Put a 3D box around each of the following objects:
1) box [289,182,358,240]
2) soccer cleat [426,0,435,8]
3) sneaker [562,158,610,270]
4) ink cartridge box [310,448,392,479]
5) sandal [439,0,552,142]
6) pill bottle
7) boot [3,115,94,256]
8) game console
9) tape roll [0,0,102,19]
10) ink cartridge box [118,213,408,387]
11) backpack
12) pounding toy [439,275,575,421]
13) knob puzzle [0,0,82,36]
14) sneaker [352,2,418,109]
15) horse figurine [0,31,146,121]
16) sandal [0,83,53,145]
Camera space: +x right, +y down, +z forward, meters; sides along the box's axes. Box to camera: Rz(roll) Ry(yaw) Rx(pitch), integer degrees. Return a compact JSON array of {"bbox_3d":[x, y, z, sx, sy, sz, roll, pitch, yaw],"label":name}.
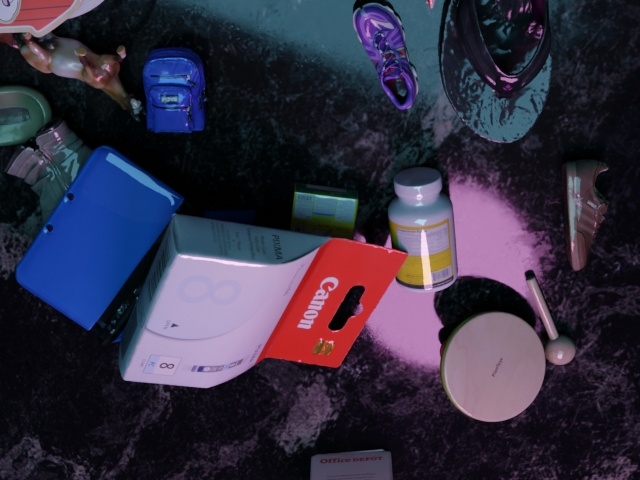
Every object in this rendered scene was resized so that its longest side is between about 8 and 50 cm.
[{"bbox_3d":[0.000,0.000,1.803,0.105,0.043,0.179,7,115,-2],"label":"box"},{"bbox_3d":[0.171,-0.377,1.609,0.035,0.029,0.083,6,113,4],"label":"soccer cleat"},{"bbox_3d":[0.422,-0.038,1.750,0.071,0.066,0.188,-6,117,5],"label":"sneaker"},{"bbox_3d":[0.056,0.469,1.952,0.148,0.203,0.086,-4,119,5],"label":"ink cartridge box"},{"bbox_3d":[0.260,-0.339,1.579,0.167,0.107,0.446,1,118,2],"label":"sandal"},{"bbox_3d":[0.160,-0.018,1.752,0.103,0.103,0.184,-5,117,5],"label":"pill bottle"},{"bbox_3d":[-0.433,-0.076,1.752,0.161,0.083,0.246,37,110,-22],"label":"boot"},{"bbox_3d":[-0.291,0.006,1.772,0.173,0.250,0.293,49,115,20],"label":"game console"},{"bbox_3d":[-0.364,-0.442,1.521,0.246,0.169,0.246,1,117,3],"label":"tape roll"},{"bbox_3d":[-0.088,0.117,1.722,0.385,0.091,0.308,10,134,-21],"label":"ink cartridge box"},{"bbox_3d":[-0.216,-0.225,1.665,0.098,0.101,0.120,-2,116,-4],"label":"backpack"},{"bbox_3d":[0.292,0.189,1.869,0.237,0.110,0.183,-36,101,-12],"label":"pounding toy"},{"bbox_3d":[-0.388,-0.357,1.453,0.213,0.030,0.213,1,117,2],"label":"knob puzzle"},{"bbox_3d":[0.103,-0.272,1.642,0.068,0.071,0.170,-23,113,14],"label":"sneaker"},{"bbox_3d":[-0.377,-0.273,1.633,0.263,0.174,0.066,21,78,0],"label":"horse figurine"},{"bbox_3d":[-0.566,-0.174,1.712,0.303,0.086,0.120,-12,118,7],"label":"sandal"}]
